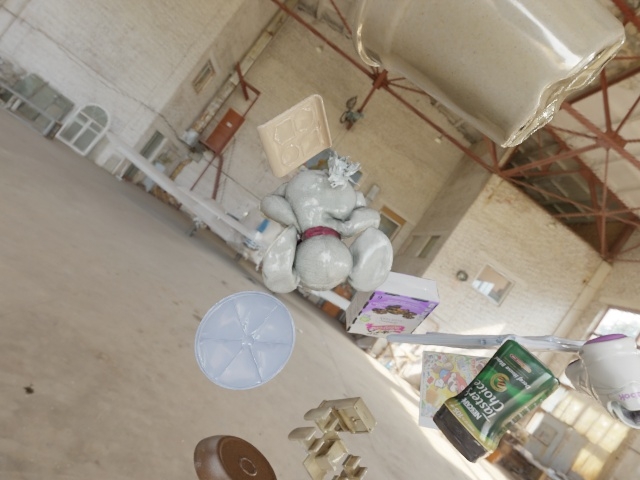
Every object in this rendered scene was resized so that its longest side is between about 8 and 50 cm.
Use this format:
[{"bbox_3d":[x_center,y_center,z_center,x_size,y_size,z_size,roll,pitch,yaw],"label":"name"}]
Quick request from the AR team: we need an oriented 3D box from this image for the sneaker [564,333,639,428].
[{"bbox_3d":[0.550,0.287,0.846,0.305,0.114,0.152,47,30,-52],"label":"sneaker"}]

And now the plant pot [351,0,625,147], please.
[{"bbox_3d":[0.274,-0.328,0.708,0.305,0.334,0.334,51,1,15],"label":"plant pot"}]

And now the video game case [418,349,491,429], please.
[{"bbox_3d":[0.400,0.453,1.320,0.207,0.226,0.026,-1,-16,30],"label":"video game case"}]

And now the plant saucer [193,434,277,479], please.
[{"bbox_3d":[-0.146,0.436,0.834,0.199,0.036,0.198,40,2,-2],"label":"plant saucer"}]

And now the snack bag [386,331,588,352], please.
[{"bbox_3d":[0.360,0.220,0.975,0.343,0.037,0.323,14,-17,-36],"label":"snack bag"}]

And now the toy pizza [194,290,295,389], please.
[{"bbox_3d":[-0.148,0.196,0.880,0.201,0.201,0.032,37,-8,-23],"label":"toy pizza"}]

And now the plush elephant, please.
[{"bbox_3d":[0.000,0.000,0.920,0.272,0.255,0.330,10,-15,-9],"label":"plush elephant"}]

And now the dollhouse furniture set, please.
[{"bbox_3d":[0.025,0.574,1.271,0.161,0.242,0.212,-26,-83,43],"label":"dollhouse furniture set"}]

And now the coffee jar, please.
[{"bbox_3d":[0.266,0.247,0.682,0.096,0.184,0.079,45,1,40],"label":"coffee jar"}]

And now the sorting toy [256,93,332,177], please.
[{"bbox_3d":[-0.073,-0.305,1.296,0.038,0.208,0.193,48,-16,38],"label":"sorting toy"}]

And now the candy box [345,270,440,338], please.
[{"bbox_3d":[0.172,0.165,1.095,0.165,0.070,0.196,12,-43,-12],"label":"candy box"}]
